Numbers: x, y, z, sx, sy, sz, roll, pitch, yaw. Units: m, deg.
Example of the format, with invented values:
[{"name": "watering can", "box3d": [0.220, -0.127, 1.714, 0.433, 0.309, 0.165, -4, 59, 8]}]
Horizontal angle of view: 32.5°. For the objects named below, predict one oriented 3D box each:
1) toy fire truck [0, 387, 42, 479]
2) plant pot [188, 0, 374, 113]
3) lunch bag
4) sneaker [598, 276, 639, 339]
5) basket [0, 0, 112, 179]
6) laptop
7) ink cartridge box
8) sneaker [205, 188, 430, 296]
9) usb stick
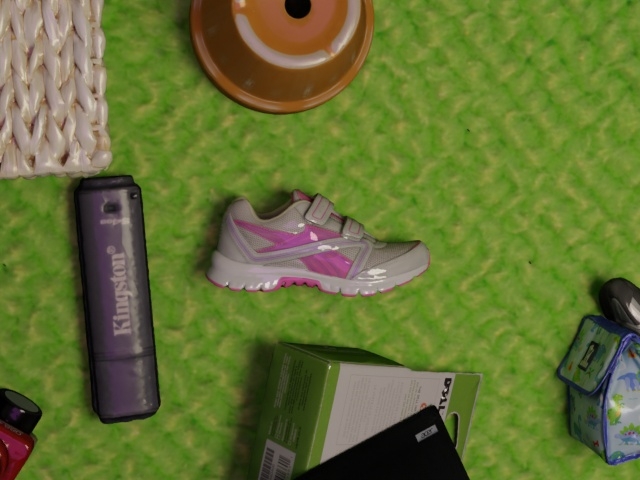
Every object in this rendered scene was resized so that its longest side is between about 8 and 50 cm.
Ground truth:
[{"name": "toy fire truck", "box3d": [-0.420, 0.215, 1.118, 0.217, 0.246, 0.158, 33, 90, -9]}, {"name": "plant pot", "box3d": [-0.035, -0.237, 1.155, 0.205, 0.188, 0.205, -1, 95, -7]}, {"name": "lunch bag", "box3d": [0.337, 0.169, 1.269, 0.096, 0.129, 0.151, -4, 96, -7]}, {"name": "sneaker", "box3d": [0.435, 0.100, 1.306, 0.132, 0.086, 0.229, -42, 109, -7]}, {"name": "basket", "box3d": [-0.344, -0.210, 1.057, 0.266, 0.331, 0.328, -3, 96, -13]}, {"name": "laptop", "box3d": [0.063, 0.359, 1.226, 0.234, 0.136, 0.264, -20, 137, -35]}, {"name": "ink cartridge box", "box3d": [0.054, 0.224, 1.265, 0.255, 0.097, 0.189, 9, 94, -42]}, {"name": "sneaker", "box3d": [0.000, 0.000, 1.225, 0.252, 0.103, 0.111, 2, 97, -8]}, {"name": "usb stick", "box3d": [-0.228, 0.067, 1.231, 0.077, 0.045, 0.278, -5, 95, -6]}]
